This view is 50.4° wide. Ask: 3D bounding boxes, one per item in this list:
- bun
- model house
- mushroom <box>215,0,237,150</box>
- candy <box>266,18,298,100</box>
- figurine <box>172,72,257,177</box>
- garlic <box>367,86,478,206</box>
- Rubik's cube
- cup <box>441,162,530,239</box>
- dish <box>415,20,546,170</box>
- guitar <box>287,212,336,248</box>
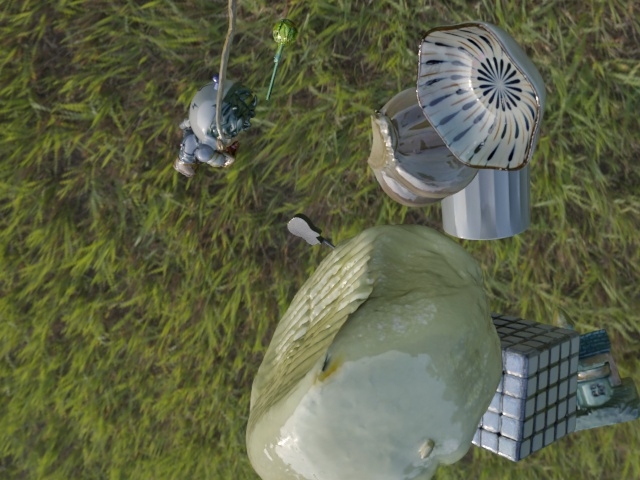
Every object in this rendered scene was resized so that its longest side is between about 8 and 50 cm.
[{"bbox_3d":[0.044,0.094,0.502,0.145,0.229,0.229,28,125,-11],"label":"bun"},{"bbox_3d":[0.713,0.347,1.903,0.267,0.194,0.325,-19,82,20],"label":"model house"},{"bbox_3d":[-0.147,-0.284,1.067,0.026,0.028,0.286,4,104,-1],"label":"mushroom"},{"bbox_3d":[-0.099,-0.428,1.613,0.058,0.062,0.193,7,105,-33],"label":"candy"},{"bbox_3d":[-0.300,-0.308,1.917,0.186,0.261,0.382,19,146,-20],"label":"figurine"},{"bbox_3d":[0.217,-0.189,1.359,0.292,0.210,0.237,-6,90,-23],"label":"garlic"},{"bbox_3d":[0.400,0.304,1.475,0.237,0.238,0.236,11,106,47],"label":"Rubik's cube"},{"bbox_3d":[0.415,-0.204,1.815,0.237,0.323,0.326,-14,110,-14],"label":"cup"},{"bbox_3d":[0.195,-0.173,0.779,0.066,0.191,0.190,-33,128,-23],"label":"dish"},{"bbox_3d":[0.000,0.000,2.140,0.233,0.025,0.088,37,141,-7],"label":"guitar"}]
